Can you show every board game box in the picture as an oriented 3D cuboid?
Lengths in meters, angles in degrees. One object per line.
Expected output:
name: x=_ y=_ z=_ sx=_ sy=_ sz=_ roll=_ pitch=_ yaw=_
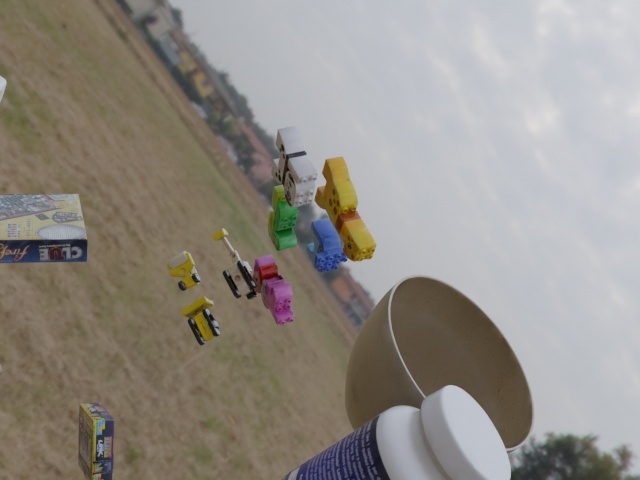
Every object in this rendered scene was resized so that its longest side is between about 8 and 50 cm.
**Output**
board game box: x=-0.494 y=-0.025 z=1.438 sx=0.243 sy=0.165 sz=0.042 roll=-131 pitch=-136 yaw=-62
board game box: x=-0.481 y=0.434 z=1.785 sx=0.170 sy=0.048 sz=0.141 roll=-173 pitch=-94 yaw=-64

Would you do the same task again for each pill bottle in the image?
pill bottle: x=0.079 y=0.287 z=0.973 sx=0.153 sy=0.264 sz=0.153 roll=40 pitch=26 yaw=-25

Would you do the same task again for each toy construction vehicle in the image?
toy construction vehicle: x=-0.111 y=0.048 z=0.881 sx=0.098 sy=0.085 sz=0.035 roll=59 pitch=12 yaw=13

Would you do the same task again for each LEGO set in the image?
LEGO set: x=0.000 y=0.000 z=0.803 sx=0.227 sy=0.087 sz=0.093 roll=103 pitch=-34 yaw=-49

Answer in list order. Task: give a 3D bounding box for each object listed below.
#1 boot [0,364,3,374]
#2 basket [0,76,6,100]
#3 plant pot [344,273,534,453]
boot: x=-0.405 y=0.106 z=0.771 sx=0.197 sy=0.072 sz=0.152 roll=-45 pitch=119 yaw=-51
basket: x=-0.447 y=-0.153 z=0.894 sx=0.167 sy=0.113 sz=0.103 roll=28 pitch=28 yaw=-14
plant pot: x=0.145 y=0.219 z=1.228 sx=0.284 sy=0.191 sz=0.284 roll=29 pitch=37 yaw=-25
